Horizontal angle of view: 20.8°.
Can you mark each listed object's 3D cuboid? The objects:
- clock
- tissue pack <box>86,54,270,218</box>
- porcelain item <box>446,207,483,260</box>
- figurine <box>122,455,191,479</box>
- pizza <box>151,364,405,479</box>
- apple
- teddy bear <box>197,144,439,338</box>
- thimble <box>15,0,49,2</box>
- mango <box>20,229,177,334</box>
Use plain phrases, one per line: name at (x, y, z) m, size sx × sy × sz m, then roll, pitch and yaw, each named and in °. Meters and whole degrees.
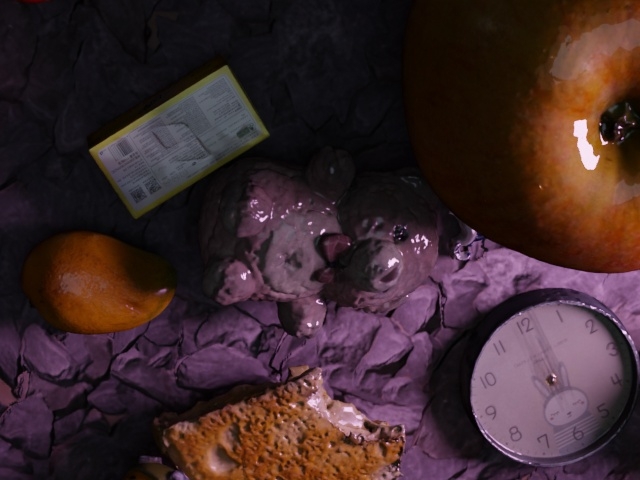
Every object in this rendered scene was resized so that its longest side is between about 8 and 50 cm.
clock at (0.270, 0.163, 2.041) m, size 0.214 × 0.042 × 0.215 m, roll -2°, pitch 106°, yaw -8°
tissue pack at (-0.154, -0.113, 1.885) m, size 0.176 × 0.062 × 0.095 m, roll -33°, pitch 110°, yaw 0°
porcelain item at (0.180, -0.046, 1.977) m, size 0.075 × 0.021 × 0.136 m, roll -6°, pitch 107°, yaw -7°
figurine at (-0.169, 0.330, 1.972) m, size 0.250 × 0.166 × 0.141 m, roll 33°, pitch 84°, yaw -44°
pizza at (-0.026, 0.246, 1.994) m, size 0.323 × 0.089 × 0.223 m, roll 36°, pitch 105°, yaw -18°
apple at (0.278, -0.166, 1.789) m, size 0.400 × 0.333 × 0.400 m, roll -1°, pitch 96°, yaw -8°
teddy bear at (-0.001, -0.001, 1.897) m, size 0.267 × 0.151 × 0.236 m, roll 12°, pitch 119°, yaw -9°
thimble at (-0.288, -0.327, 1.770) m, size 0.189 × 0.125 × 0.163 m, roll 1°, pitch 105°, yaw -10°
mango at (-0.245, 0.050, 1.907) m, size 0.165 × 0.089 × 0.115 m, roll 21°, pitch 92°, yaw -17°
